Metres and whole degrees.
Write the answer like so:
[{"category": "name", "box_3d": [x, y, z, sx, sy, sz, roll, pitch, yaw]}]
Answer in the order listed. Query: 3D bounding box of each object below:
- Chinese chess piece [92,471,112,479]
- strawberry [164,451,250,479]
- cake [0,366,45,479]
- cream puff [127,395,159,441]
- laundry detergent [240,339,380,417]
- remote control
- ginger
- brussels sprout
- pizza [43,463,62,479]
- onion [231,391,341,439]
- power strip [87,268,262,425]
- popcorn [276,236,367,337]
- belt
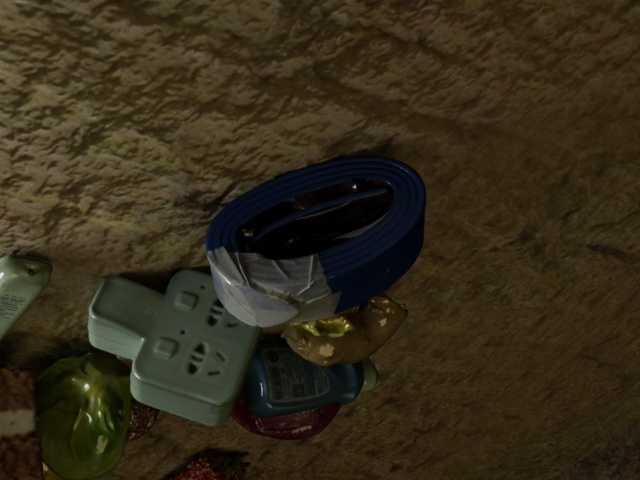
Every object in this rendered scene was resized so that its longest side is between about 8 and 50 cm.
[{"category": "Chinese chess piece", "box_3d": [-0.474, 0.491, 1.943, 0.084, 0.034, 0.084, -18, 144, -13]}, {"category": "strawberry", "box_3d": [-0.259, 0.557, 2.108, 0.208, 0.087, 0.167, -41, 143, 25]}, {"category": "cake", "box_3d": [-0.583, 0.363, 1.458, 0.282, 0.290, 0.256, -1, 155, -32]}, {"category": "cream puff", "box_3d": [-0.367, 0.326, 1.746, 0.149, 0.084, 0.149, -17, 146, -12]}, {"category": "laundry detergent", "box_3d": [-0.015, 0.262, 1.818, 0.290, 0.143, 0.094, 2, 151, -34]}, {"category": "remote control", "box_3d": [-0.517, 0.129, 1.440, 0.090, 0.038, 0.309, 15, 130, -43]}, {"category": "ginger", "box_3d": [0.037, 0.160, 1.727, 0.267, 0.138, 0.152, -19, 132, -29]}, {"category": "brussels sprout", "box_3d": [-0.406, 0.300, 1.588, 0.161, 0.223, 0.223, 3, 137, -42]}, {"category": "pizza", "box_3d": [-0.505, 0.407, 1.735, 0.204, 0.080, 0.188, -10, 149, 8]}, {"category": "onion", "box_3d": [-0.055, 0.346, 1.936, 0.248, 0.111, 0.250, 4, 138, -36]}, {"category": "power strip", "box_3d": [-0.240, 0.166, 1.504, 0.261, 0.229, 0.141, 18, 138, 0]}, {"category": "popcorn", "box_3d": [-0.019, 0.082, 1.537, 0.174, 0.195, 0.168, 13, 128, -31]}, {"category": "belt", "box_3d": [0.000, 0.000, 1.427, 0.347, 0.212, 0.117, -21, 147, -12]}]
